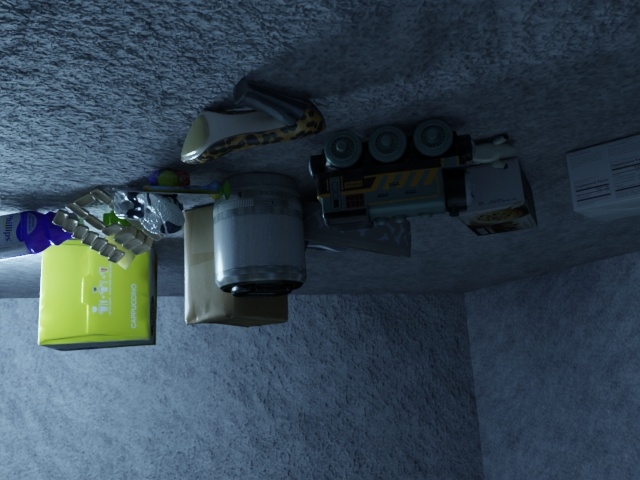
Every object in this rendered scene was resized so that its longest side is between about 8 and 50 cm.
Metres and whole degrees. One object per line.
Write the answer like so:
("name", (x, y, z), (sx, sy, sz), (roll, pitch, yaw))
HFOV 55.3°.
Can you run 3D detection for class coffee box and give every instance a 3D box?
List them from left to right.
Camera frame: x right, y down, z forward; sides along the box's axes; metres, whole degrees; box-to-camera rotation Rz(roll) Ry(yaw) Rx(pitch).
("coffee box", (-0.736, 0.191, 2.073), (0.339, 0.337, 0.334), (-1, 167, -12))
("coffee box", (0.452, -0.103, 1.577), (0.168, 0.118, 0.297), (-10, 166, 23))

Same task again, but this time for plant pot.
("plant pot", (-0.585, 0.005, 1.808), (0.095, 0.134, 0.134), (31, 155, -18))

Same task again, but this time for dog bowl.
("dog bowl", (0.084, -0.029, 1.660), (0.349, 0.102, 0.349), (11, 179, 0))

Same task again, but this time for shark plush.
("shark plush", (0.344, -0.185, 1.330), (0.161, 0.073, 0.067), (-12, -164, 16))

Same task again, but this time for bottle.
("bottle", (-0.770, -0.019, 1.602), (0.283, 0.118, 0.092), (-10, 150, -6))

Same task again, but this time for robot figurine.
("robot figurine", (-0.526, -0.052, 1.650), (0.115, 0.067, 0.101), (-2, 155, -10))

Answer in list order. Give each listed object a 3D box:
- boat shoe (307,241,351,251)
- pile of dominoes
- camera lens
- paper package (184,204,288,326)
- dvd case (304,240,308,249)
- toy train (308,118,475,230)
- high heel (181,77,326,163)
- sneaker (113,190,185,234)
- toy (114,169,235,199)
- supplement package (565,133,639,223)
("boat shoe", (0.000, 0.000, 2.034), (0.229, 0.080, 0.076), (0, 176, -15))
("pile of dominoes", (-0.548, -0.042, 1.580), (0.196, 0.040, 0.251), (-21, 139, 22))
("camera lens", (-0.149, -0.005, 1.487), (0.220, 0.274, 0.219), (-4, 168, -1))
("paper package", (-0.233, 0.079, 1.733), (0.168, 0.324, 0.309), (-10, 166, 26))
("dvd case", (-0.137, 0.021, 1.933), (0.221, 0.164, 0.018), (-10, 130, 27))
("toy train", (0.143, -0.124, 1.219), (0.334, 0.190, 0.142), (-6, 168, 10))
("high heel", (-0.124, -0.180, 1.095), (0.186, 0.093, 0.261), (14, 151, -37))
("sneaker", (-0.366, -0.073, 1.461), (0.235, 0.094, 0.153), (8, -169, 38))
("toy", (-0.315, -0.128, 1.353), (0.238, 0.056, 0.137), (7, -174, 8))
("supplement package", (0.736, -0.146, 1.402), (0.262, 0.145, 0.204), (-13, 164, 38))
